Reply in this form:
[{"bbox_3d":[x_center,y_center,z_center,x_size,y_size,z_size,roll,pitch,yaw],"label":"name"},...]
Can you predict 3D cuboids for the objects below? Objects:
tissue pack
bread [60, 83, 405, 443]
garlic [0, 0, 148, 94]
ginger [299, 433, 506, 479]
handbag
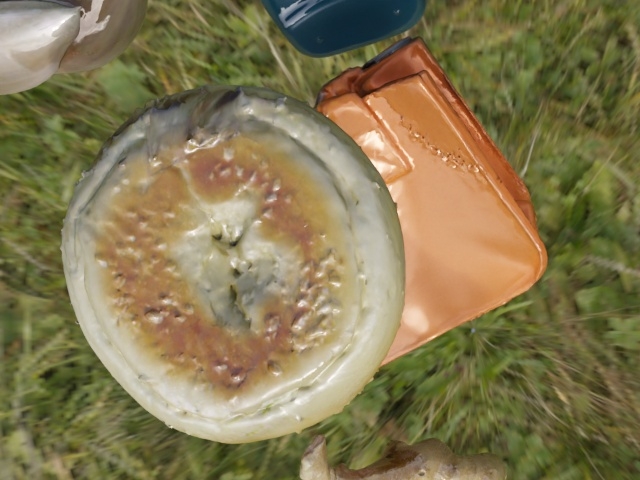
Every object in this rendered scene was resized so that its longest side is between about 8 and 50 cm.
[{"bbox_3d":[-0.003,-0.356,1.852,0.198,0.287,0.206,-20,47,9],"label":"tissue pack"},{"bbox_3d":[-0.066,0.017,1.470,0.306,0.159,0.305,-1,87,17],"label":"bread"},{"bbox_3d":[-0.280,-0.236,1.734,0.325,0.279,0.132,-6,128,26],"label":"garlic"},{"bbox_3d":[0.091,0.243,1.868,0.288,0.089,0.075,7,127,-32],"label":"ginger"},{"bbox_3d":[0.000,0.000,1.801,0.410,0.116,0.303,-29,119,18],"label":"handbag"}]
